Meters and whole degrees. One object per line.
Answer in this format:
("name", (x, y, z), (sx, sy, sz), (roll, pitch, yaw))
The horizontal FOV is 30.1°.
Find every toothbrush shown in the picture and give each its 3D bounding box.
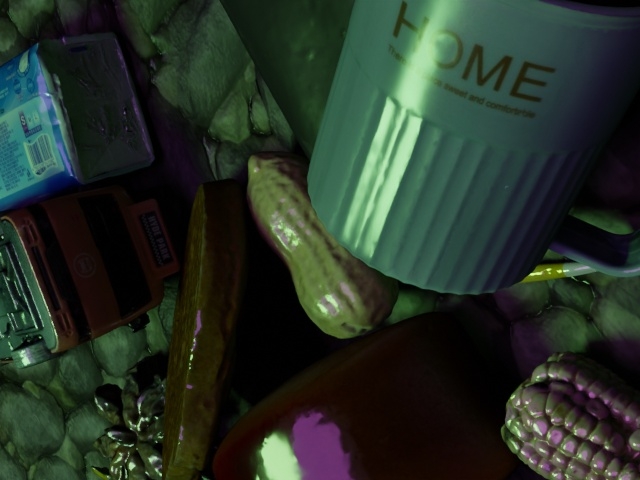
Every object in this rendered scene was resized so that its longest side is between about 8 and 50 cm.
("toothbrush", (0.229, 0.033, 1.193), (0.288, 0.024, 0.021), (-9, 103, 47))

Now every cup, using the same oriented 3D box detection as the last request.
("cup", (0.171, -0.136, 1.056), (0.256, 0.331, 0.311), (-104, 26, -46))

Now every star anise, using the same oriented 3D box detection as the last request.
("star anise", (-0.252, 0.280, 1.688), (0.236, 0.109, 0.223), (5, 92, 46))

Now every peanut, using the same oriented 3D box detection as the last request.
("peanut", (0.000, 0.000, 1.352), (0.256, 0.124, 0.123), (56, 138, 27))

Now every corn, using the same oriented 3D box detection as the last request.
("corn", (0.322, 0.226, 1.112), (0.335, 0.127, 0.126), (32, 127, 31))

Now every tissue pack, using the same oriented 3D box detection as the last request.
("tissue pack", (-0.372, -0.154, 1.642), (0.263, 0.146, 0.198), (-15, 92, 49))

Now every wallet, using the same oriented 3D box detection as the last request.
("wallet", (-0.032, -0.300, 1.297), (0.228, 0.062, 0.406), (-37, 79, 48))

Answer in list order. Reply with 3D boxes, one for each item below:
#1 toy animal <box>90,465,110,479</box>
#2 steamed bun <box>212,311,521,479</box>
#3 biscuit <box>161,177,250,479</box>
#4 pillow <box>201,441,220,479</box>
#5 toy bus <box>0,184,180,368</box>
("toy animal", (-0.280, 0.371, 1.820), (0.155, 0.219, 0.095), (-18, 73, 12))
("steamed bun", (0.030, 0.253, 1.325), (0.379, 0.248, 0.235), (-40, 78, 46))
("biscuit", (-0.138, 0.130, 1.456), (0.350, 0.070, 0.394), (-95, 16, -46))
("pillow", (-0.147, 0.322, 1.685), (0.136, 0.055, 0.091), (20, 139, 43))
("toy bus", (-0.380, 0.053, 1.644), (0.427, 0.233, 0.203), (-14, 97, 59))
